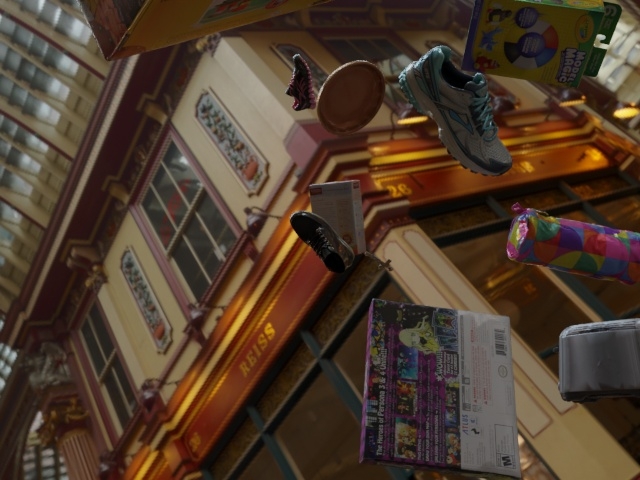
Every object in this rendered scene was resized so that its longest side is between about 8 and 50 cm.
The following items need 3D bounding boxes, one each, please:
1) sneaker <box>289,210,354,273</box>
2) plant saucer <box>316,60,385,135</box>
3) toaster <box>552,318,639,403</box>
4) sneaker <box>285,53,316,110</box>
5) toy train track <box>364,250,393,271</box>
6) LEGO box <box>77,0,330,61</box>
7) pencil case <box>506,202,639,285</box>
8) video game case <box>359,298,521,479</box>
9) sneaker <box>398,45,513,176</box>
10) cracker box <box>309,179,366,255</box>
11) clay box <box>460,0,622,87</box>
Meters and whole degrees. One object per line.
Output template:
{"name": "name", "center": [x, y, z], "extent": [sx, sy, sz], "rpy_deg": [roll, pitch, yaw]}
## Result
{"name": "sneaker", "center": [0.000, 0.000, 1.643], "extent": [0.083, 0.222, 0.118], "rpy_deg": [-53, -1, 16]}
{"name": "plant saucer", "center": [0.073, -0.362, 1.486], "extent": [0.199, 0.037, 0.200], "rpy_deg": [-21, -43, -21]}
{"name": "toaster", "center": [0.572, 0.236, 1.140], "extent": [0.226, 0.147, 0.129], "rpy_deg": [-15, -23, 37]}
{"name": "sneaker", "center": [-0.046, -0.317, 1.199], "extent": [0.057, 0.047, 0.119], "rpy_deg": [-18, -55, -8]}
{"name": "toy train track", "center": [0.145, 0.055, 1.464], "extent": [0.048, 0.083, 0.014], "rpy_deg": [-48, 12, 46]}
{"name": "LEGO box", "center": [-0.070, -0.458, 0.807], "extent": [0.500, 0.193, 0.372], "rpy_deg": [-29, 9, -32]}
{"name": "pencil case", "center": [0.449, 0.007, 1.033], "extent": [0.236, 0.104, 0.104], "rpy_deg": [14, -45, 0]}
{"name": "video game case", "center": [0.166, 0.204, 0.825], "extent": [0.210, 0.232, 0.042], "rpy_deg": [7, -32, -2]}
{"name": "sneaker", "center": [0.277, -0.244, 1.119], "extent": [0.122, 0.283, 0.110], "rpy_deg": [-39, 7, 46]}
{"name": "cracker box", "center": [0.055, -0.070, 1.871], "extent": [0.067, 0.155, 0.233], "rpy_deg": [-16, -78, -58]}
{"name": "clay box", "center": [0.348, -0.323, 0.938], "extent": [0.053, 0.221, 0.128], "rpy_deg": [-67, -15, -44]}
